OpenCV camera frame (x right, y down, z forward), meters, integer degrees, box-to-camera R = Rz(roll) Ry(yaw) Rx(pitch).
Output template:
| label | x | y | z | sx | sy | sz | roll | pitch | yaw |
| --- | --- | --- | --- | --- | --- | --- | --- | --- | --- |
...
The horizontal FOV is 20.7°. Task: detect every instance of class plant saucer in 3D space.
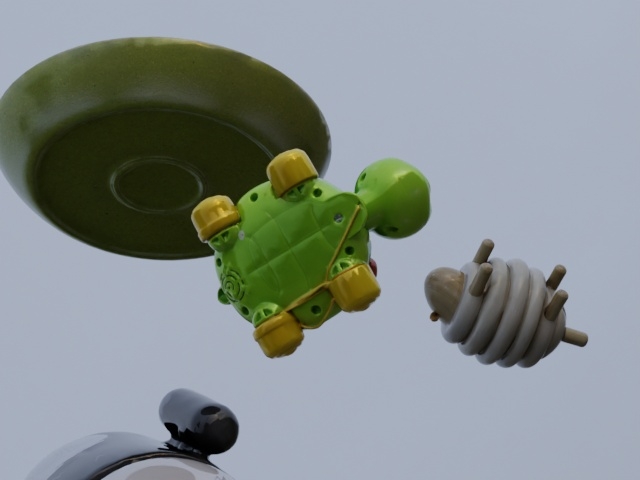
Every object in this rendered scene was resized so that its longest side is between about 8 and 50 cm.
| label | x | y | z | sx | sy | sz | roll | pitch | yaw |
| --- | --- | --- | --- | --- | --- | --- | --- | --- | --- |
| plant saucer | -0.112 | -0.051 | 1.232 | 0.241 | 0.037 | 0.241 | 0 | -34 | 0 |

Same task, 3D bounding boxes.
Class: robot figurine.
| label | x | y | z | sx | sy | sz | roll | pitch | yaw |
| --- | --- | --- | --- | --- | --- | --- | --- | --- | --- |
| robot figurine | -0.131 | 0.231 | 1.273 | 0.173 | 0.209 | 0.278 | -18 | 7 | -20 |

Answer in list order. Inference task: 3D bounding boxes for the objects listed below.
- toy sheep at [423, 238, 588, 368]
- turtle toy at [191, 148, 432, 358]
| label | x | y | z | sx | sy | sz | roll | pitch | yaw |
| --- | --- | --- | --- | --- | --- | --- | --- | --- | --- |
| toy sheep | 0.137 | 0.052 | 1.293 | 0.091 | 0.132 | 0.091 | -158 | 90 | -85 |
| turtle toy | 0.000 | 0.000 | 0.936 | 0.130 | 0.095 | 0.066 | -31 | -10 | 15 |
